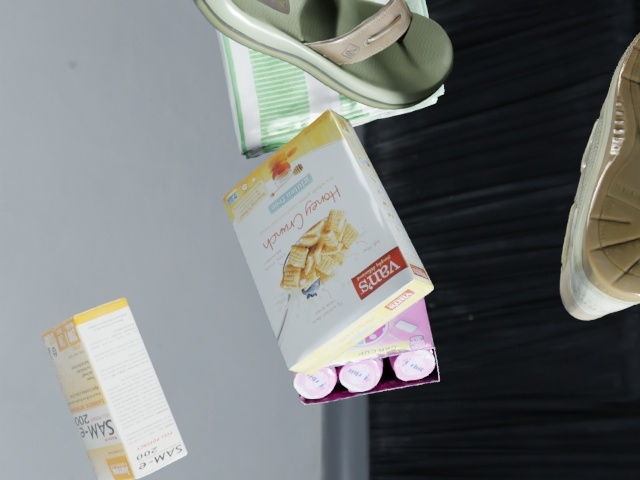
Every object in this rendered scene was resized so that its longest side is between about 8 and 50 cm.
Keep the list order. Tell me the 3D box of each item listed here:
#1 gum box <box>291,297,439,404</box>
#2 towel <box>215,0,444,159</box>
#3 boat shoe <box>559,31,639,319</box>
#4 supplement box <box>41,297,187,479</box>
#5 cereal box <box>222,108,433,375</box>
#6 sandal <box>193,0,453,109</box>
[{"bbox_3d":[0.053,0.142,1.325,0.107,0.188,0.062,-94,171,-54],"label":"gum box"},{"bbox_3d":[0.006,-0.277,1.514,0.038,0.324,0.248,19,57,-68],"label":"towel"},{"bbox_3d":[0.273,-0.071,0.863,0.109,0.098,0.302,25,66,0],"label":"boat shoe"},{"bbox_3d":[-0.122,0.089,0.597,0.036,0.062,0.098,-21,87,-36],"label":"supplement box"},{"bbox_3d":[0.000,0.000,1.094,0.047,0.173,0.240,26,33,-50],"label":"cereal box"},{"bbox_3d":[0.021,-0.198,0.897,0.302,0.086,0.120,11,56,-43],"label":"sandal"}]
